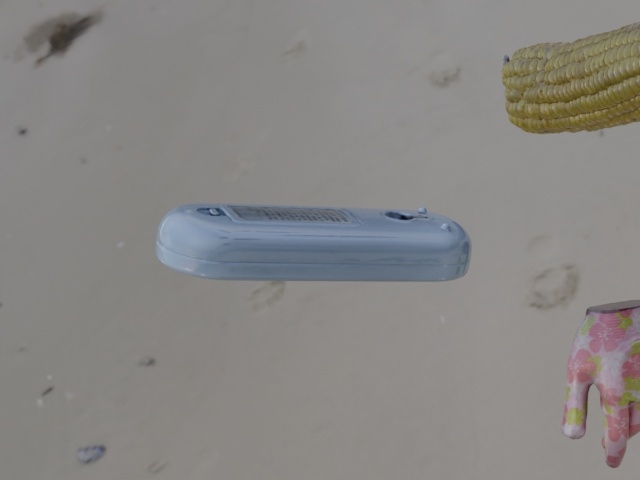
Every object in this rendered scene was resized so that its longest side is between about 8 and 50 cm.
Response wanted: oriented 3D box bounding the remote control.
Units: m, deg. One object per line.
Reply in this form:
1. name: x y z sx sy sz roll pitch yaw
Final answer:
1. remote control: 0.000 0.000 0.809 0.244 0.047 0.087 1 15 -22

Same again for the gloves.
1. gloves: 0.429 0.212 1.567 0.145 0.241 0.126 -10 4 -37

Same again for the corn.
1. corn: 0.274 -0.156 1.036 0.101 0.101 0.291 -40 15 -21
